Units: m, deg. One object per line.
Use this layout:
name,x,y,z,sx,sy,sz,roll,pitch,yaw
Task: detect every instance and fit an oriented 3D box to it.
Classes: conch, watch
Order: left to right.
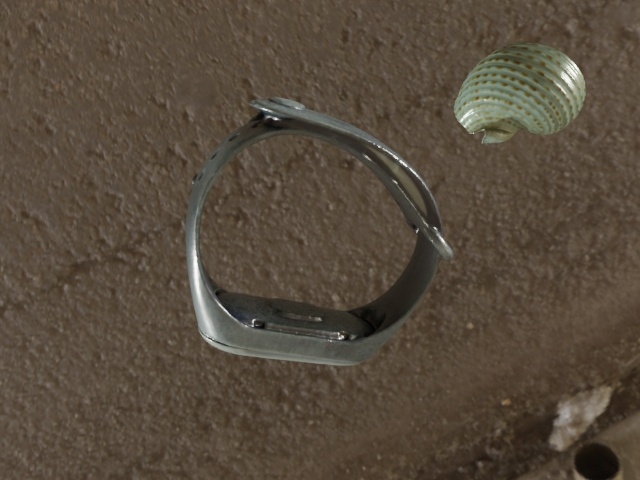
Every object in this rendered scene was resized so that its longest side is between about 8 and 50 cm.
watch,0.000,0.000,0.571,0.206,0.068,0.193,11,107,-19
conch,0.302,-0.229,1.121,0.200,0.172,0.131,-27,147,-37
